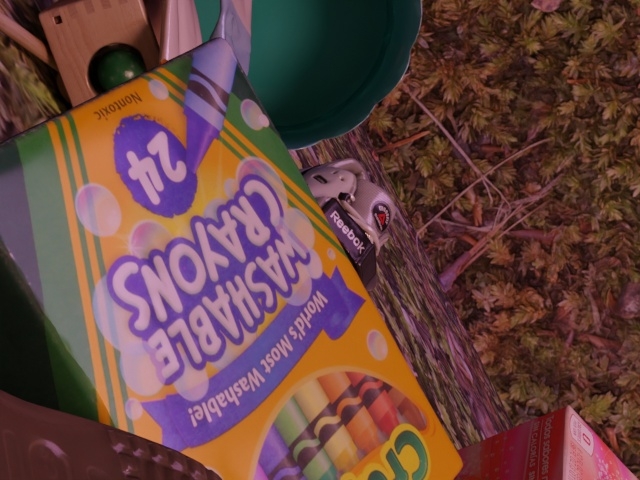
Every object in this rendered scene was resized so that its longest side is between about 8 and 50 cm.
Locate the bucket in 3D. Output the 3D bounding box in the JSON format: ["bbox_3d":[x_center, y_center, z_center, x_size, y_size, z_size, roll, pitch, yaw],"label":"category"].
[{"bbox_3d":[-0.047,-0.222,1.139,0.281,0.281,0.183,61,3,-8],"label":"bucket"}]

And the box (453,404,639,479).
[{"bbox_3d":[0.119,0.266,0.666,0.154,0.142,0.300,45,35,-22],"label":"box"}]

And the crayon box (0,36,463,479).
[{"bbox_3d":[-0.047,0.081,0.586,0.323,0.083,0.203,61,37,-9],"label":"crayon box"}]

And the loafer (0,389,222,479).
[{"bbox_3d":[-0.131,0.089,0.360,0.268,0.092,0.102,34,21,-36],"label":"loafer"}]

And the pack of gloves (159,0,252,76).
[{"bbox_3d":[-0.099,-0.182,0.911,0.195,0.046,0.232,61,25,-63],"label":"pack of gloves"}]

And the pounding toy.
[{"bbox_3d":[-0.158,-0.130,0.850,0.141,0.100,0.130,-87,160,-71],"label":"pounding toy"}]

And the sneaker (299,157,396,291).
[{"bbox_3d":[0.000,0.000,1.119,0.122,0.146,0.330,59,11,-25],"label":"sneaker"}]
